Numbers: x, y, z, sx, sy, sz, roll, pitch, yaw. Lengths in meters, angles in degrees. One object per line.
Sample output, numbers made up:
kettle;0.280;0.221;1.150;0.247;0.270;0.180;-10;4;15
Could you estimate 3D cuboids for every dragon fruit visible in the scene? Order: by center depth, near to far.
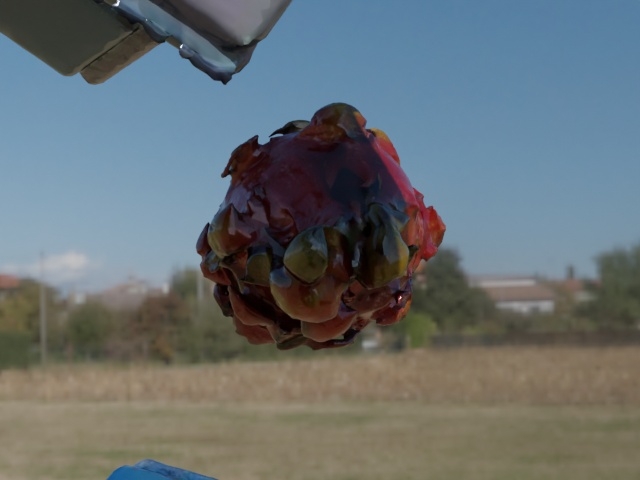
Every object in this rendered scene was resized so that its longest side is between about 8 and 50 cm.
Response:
dragon fruit;0.000;0.000;0.782;0.133;0.150;0.207;26;9;-1

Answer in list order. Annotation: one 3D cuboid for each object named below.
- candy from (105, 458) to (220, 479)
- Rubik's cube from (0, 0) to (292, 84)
candy;0.026;0.218;0.435;0.157;0.305;0.100;6;42;45
Rubik's cube;-0.078;-0.259;0.518;0.387;0.368;0.358;34;-23;-23
